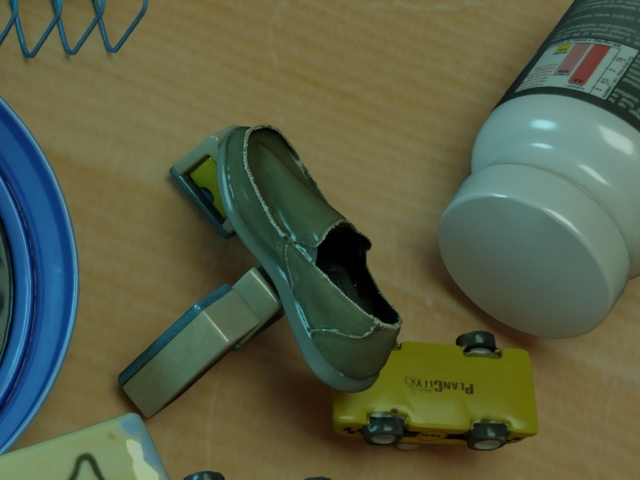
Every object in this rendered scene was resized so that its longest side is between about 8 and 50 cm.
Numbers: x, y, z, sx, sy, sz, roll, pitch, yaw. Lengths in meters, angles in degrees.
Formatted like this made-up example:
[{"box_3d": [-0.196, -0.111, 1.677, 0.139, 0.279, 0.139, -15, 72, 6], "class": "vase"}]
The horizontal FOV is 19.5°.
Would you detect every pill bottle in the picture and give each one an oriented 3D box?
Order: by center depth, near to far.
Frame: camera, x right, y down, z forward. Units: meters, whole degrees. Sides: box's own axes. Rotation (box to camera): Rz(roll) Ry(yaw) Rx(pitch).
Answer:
[{"box_3d": [0.268, -0.093, 1.740, 0.210, 0.210, 0.363, 40, 55, -3], "class": "pill bottle"}]

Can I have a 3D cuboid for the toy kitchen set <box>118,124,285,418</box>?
[{"box_3d": [-0.109, 0.019, 1.580, 0.166, 0.122, 0.207, 50, 35, 5], "class": "toy kitchen set"}]

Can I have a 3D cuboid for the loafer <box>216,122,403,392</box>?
[{"box_3d": [0.000, 0.000, 1.528, 0.094, 0.087, 0.251, -5, 60, -48], "class": "loafer"}]

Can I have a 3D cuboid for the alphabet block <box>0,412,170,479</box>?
[{"box_3d": [-0.209, 0.260, 1.342, 0.197, 0.193, 0.192, -16, 72, -31], "class": "alphabet block"}]

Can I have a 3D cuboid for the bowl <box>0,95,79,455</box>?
[{"box_3d": [-0.377, 0.021, 1.401, 0.391, 0.077, 0.391, 8, 73, -27], "class": "bowl"}]

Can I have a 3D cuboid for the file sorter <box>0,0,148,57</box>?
[{"box_3d": [-0.249, -0.222, 1.611, 0.170, 0.118, 0.104, -7, 72, -28], "class": "file sorter"}]

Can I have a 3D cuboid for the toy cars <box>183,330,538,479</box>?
[{"box_3d": [0.017, 0.193, 1.555, 0.394, 0.087, 0.176, -38, 80, -31], "class": "toy cars"}]
